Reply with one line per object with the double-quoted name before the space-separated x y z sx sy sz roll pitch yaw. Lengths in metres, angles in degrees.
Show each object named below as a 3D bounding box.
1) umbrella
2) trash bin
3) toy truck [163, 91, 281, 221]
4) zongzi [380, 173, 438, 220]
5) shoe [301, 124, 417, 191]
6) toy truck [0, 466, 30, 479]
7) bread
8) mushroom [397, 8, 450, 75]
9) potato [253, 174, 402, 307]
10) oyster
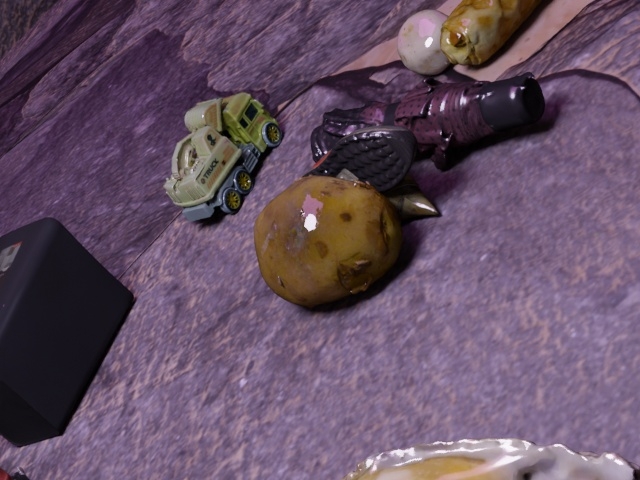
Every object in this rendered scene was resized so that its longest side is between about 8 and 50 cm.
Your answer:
"umbrella" 0.115 -0.135 1.498 0.326 0.090 0.094 -10 37 44
"trash bin" -0.353 0.115 1.633 0.115 0.165 0.225 -18 37 35
"toy truck" -0.141 -0.118 1.762 0.085 0.116 0.191 -10 40 42
"zongzi" 0.084 -0.028 1.445 0.076 0.040 0.083 -42 44 10
"shoe" 0.049 -0.092 1.456 0.077 0.074 0.194 -50 11 -34
"toy truck" -0.395 0.276 1.470 0.114 0.135 0.270 -48 28 -17
"bread" 0.269 -0.350 1.640 0.077 0.084 0.367 35 69 16
"mushroom" 0.137 -0.247 1.662 0.084 0.067 0.083 -10 76 45
"potato" 0.000 0.000 1.404 0.176 0.137 0.137 -23 32 32
"oyster" 0.108 0.233 0.951 0.275 0.100 0.271 -25 30 1
